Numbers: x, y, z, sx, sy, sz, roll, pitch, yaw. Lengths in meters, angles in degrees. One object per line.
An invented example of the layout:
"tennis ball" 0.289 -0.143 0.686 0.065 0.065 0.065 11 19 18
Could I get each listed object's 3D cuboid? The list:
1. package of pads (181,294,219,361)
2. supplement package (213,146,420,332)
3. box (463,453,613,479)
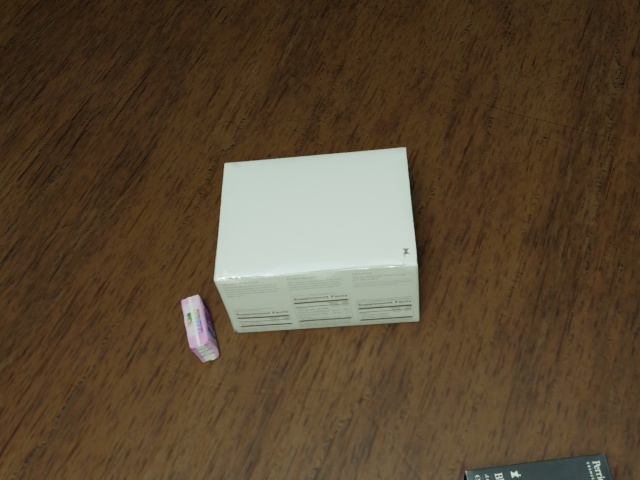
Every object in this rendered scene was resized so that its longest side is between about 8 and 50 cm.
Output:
"package of pads" -0.167 0.122 1.072 0.032 0.050 0.083 -20 54 1
"supplement package" 0.000 0.000 1.079 0.262 0.145 0.204 -4 54 5
"box" 0.246 0.327 0.837 0.158 0.093 0.156 -8 53 1
